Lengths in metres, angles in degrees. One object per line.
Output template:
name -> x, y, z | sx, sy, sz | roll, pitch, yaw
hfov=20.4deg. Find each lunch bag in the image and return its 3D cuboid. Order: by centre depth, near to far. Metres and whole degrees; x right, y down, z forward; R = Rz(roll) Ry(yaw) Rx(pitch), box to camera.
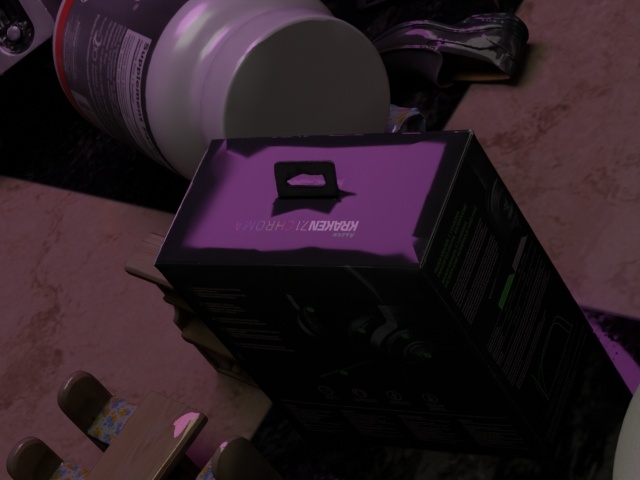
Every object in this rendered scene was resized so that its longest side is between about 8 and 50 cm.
lunch bag -> 0.058, -0.090, 1.690 | 0.071, 0.053, 0.083 | 14, 71, 43

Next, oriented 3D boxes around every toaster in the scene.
toaster -> -0.340, -0.221, 1.978 | 0.168, 0.186, 0.110 | -34, 84, 15

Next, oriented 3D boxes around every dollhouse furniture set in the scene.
dollhouse furniture set -> -0.142, 0.143, 1.530 | 0.212, 0.161, 0.242 | 18, 64, 42

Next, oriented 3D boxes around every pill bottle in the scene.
pill bottle -> -0.098, -0.161, 1.702 | 0.210, 0.210, 0.363 | -46, 33, -10

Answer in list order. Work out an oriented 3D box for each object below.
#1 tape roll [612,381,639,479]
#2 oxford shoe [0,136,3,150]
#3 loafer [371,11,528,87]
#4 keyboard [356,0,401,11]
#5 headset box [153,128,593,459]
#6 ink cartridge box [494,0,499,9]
tape roll -> 0.394, 0.155, 1.229 | 0.392, 0.072, 0.392 | -19, 44, 19
oxford shoe -> -0.439, -0.106, 2.040 | 0.212, 0.076, 0.076 | 12, 30, 43
loafer -> 0.116, -0.177, 1.724 | 0.170, 0.062, 0.061 | -8, 54, 30
keyboard -> 0.085, -0.330, 1.899 | 0.100, 0.038, 0.192 | -14, 47, 23
headset box -> 0.043, 0.040, 1.410 | 0.246, 0.283, 0.131 | 0, 53, 35
ink cartridge box -> 0.148, -0.282, 1.793 | 0.029, 0.063, 0.115 | -23, 44, 14
